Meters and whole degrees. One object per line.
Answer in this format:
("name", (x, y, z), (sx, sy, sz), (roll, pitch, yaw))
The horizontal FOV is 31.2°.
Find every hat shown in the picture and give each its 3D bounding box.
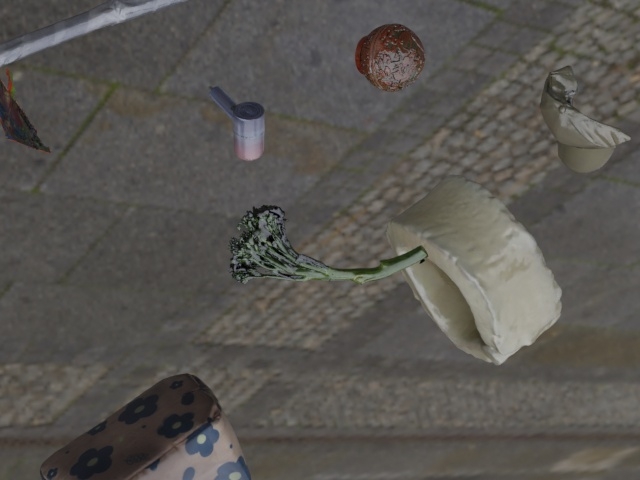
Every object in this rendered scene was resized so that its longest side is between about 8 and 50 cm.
("hat", (0.370, -0.153, 1.688), (0.085, 0.147, 0.175), (-30, 154, -17))

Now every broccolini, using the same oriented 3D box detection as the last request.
("broccolini", (0.009, 0.001, 1.527), (0.271, 0.062, 0.123), (-1, 133, 0))

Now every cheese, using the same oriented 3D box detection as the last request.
("cheese", (0.265, 0.063, 1.969), (0.153, 0.292, 0.332), (-39, 123, -12))

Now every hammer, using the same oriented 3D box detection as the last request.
("hammer", (-0.247, -0.247, 1.241), (0.427, 0.152, 0.044), (-28, 151, -20))

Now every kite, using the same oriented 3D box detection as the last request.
("kite", (-0.389, -0.169, 1.431), (0.010, 0.159, 0.190), (-23, 125, 7))

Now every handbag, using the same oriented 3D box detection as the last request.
("handbag", (-0.218, 0.330, 1.541), (0.251, 0.190, 0.193), (-33, 120, -17))

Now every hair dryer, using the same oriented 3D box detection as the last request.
("hair dryer", (-0.105, -0.151, 1.368), (0.037, 0.114, 0.063), (-23, 140, -25))

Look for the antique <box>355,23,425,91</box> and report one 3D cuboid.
("antique", (0.105, -0.266, 1.675), (0.104, 0.104, 0.104), (-12, 154, -6))
